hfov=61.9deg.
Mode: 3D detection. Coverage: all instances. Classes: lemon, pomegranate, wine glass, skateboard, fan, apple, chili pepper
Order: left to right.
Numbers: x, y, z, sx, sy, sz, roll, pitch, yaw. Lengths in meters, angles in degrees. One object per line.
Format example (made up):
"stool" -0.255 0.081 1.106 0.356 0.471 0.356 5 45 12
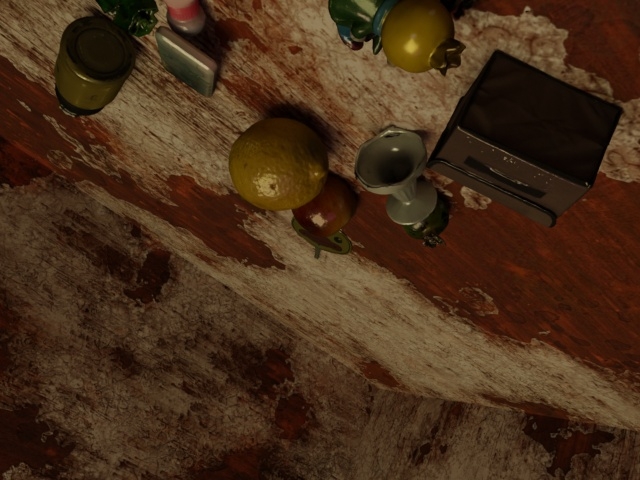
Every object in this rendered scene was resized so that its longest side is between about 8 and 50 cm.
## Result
"chili pepper" -0.407 -0.503 1.096 0.083 0.099 0.253 2 -145 -49
"lemon" -0.095 -0.185 1.311 0.253 0.228 0.228 -2 147 19
"fan" 0.000 0.001 1.860 0.229 0.011 0.335 24 156 7
"apple" 0.001 -0.100 1.503 0.173 0.160 0.195 53 147 -4
"wine glass" 0.180 -0.139 1.216 0.165 0.165 0.196 13 160 30
"pomegranate" 0.265 -0.041 1.327 0.122 0.161 0.122 -10 144 -7
"skateboard" 0.213 -0.387 0.783 0.080 0.067 0.151 42 158 -10

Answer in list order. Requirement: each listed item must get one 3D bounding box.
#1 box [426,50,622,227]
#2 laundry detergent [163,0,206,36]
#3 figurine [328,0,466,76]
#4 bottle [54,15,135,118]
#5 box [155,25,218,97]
"box" 0.349 -0.173 0.924 0.252 0.188 0.153 28 159 4
"laundry detergent" -0.278 -0.524 0.977 0.159 0.088 0.335 22 157 8
"figurine" 0.123 -0.332 0.857 0.234 0.127 0.185 34 167 8
"bottle" -0.620 -0.440 1.421 0.171 0.171 0.351 38 156 -23
"box" -0.303 -0.401 1.221 0.142 0.044 0.285 32 176 -13
